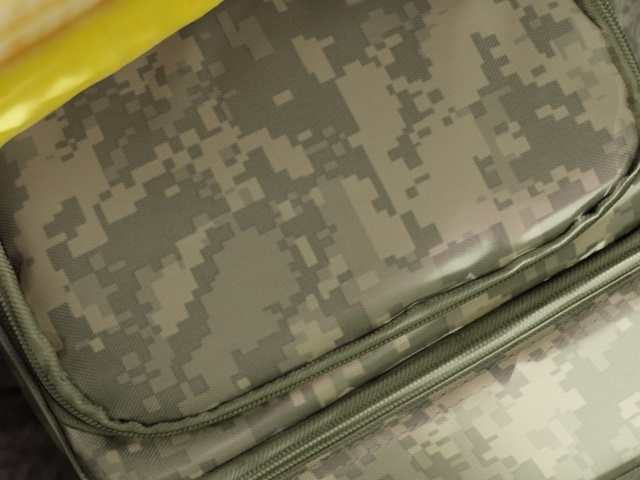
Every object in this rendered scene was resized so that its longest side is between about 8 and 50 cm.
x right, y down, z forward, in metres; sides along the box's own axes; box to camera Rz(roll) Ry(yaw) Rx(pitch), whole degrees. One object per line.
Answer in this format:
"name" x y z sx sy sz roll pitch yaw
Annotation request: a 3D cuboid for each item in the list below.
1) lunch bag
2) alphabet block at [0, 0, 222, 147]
"lunch bag" 0.000 0.000 0.530 0.305 0.212 0.256 -27 108 -6
"alphabet block" -0.148 -0.150 0.414 0.193 0.197 0.192 -41 122 -26
